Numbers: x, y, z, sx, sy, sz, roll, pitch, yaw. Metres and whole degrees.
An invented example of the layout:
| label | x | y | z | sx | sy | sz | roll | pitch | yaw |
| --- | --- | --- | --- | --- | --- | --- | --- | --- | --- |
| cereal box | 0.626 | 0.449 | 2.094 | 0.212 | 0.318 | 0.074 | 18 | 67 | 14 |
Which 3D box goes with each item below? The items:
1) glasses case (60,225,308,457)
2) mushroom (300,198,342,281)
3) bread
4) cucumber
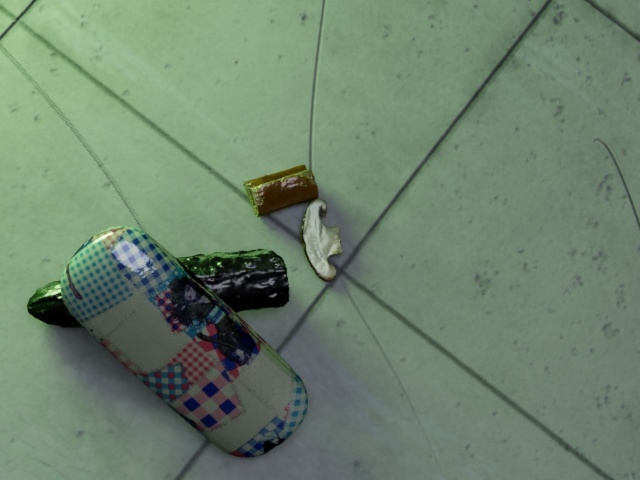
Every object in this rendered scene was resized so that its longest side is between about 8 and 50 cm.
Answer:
| label | x | y | z | sx | sy | sz | roll | pitch | yaw |
| --- | --- | --- | --- | --- | --- | --- | --- | --- | --- |
| glasses case | -0.152 | 0.118 | 1.803 | 0.125 | 0.076 | 0.327 | -43 | 107 | 8 |
| mushroom | 0.000 | 0.000 | 1.936 | 0.049 | 0.019 | 0.101 | -5 | 85 | -9 |
| bread | -0.047 | -0.061 | 1.937 | 0.083 | 0.036 | 0.047 | -18 | 90 | -13 |
| cucumber | -0.188 | 0.058 | 1.859 | 0.303 | 0.081 | 0.072 | -6 | 76 | -12 |
